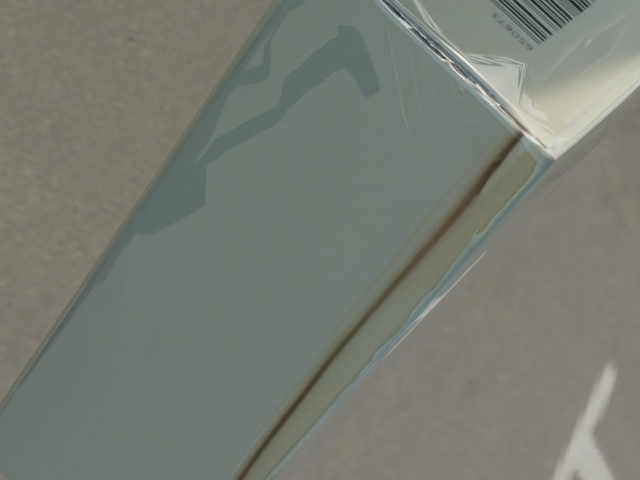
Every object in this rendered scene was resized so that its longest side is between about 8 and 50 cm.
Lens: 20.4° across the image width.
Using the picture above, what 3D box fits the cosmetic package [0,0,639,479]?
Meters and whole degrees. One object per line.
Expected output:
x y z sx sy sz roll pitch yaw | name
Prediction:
0.000 0.000 0.718 0.160 0.113 0.309 -39 169 -49 | cosmetic package
